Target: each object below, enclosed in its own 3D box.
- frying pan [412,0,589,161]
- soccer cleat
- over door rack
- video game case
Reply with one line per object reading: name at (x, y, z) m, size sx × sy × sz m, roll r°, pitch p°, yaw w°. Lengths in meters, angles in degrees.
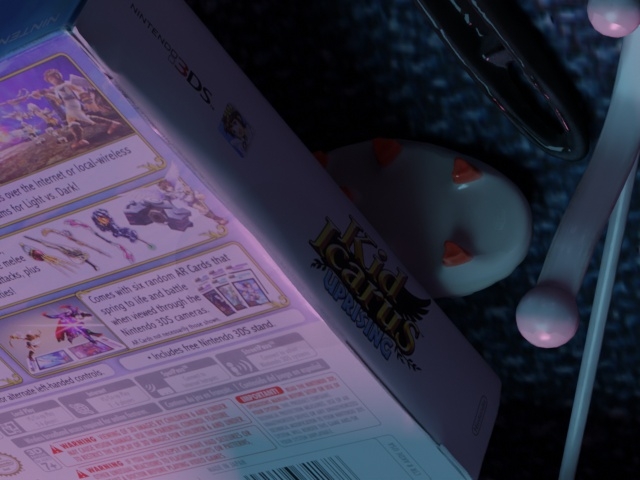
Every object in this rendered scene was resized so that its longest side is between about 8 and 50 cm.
frying pan at (-0.036, -0.153, 0.666) m, size 0.197 × 0.053 × 0.326 m, roll 2°, pitch 126°, yaw 32°
soccer cleat at (0.000, 0.000, 0.778) m, size 0.196 × 0.068 × 0.076 m, roll -3°, pitch 156°, yaw 26°
over door rack at (0.192, 0.068, 0.659) m, size 0.239 × 0.108 × 0.324 m, roll 17°, pitch 130°, yaw 19°
video game case at (-0.106, 0.024, 0.740) m, size 0.269 × 0.061 × 0.244 m, roll -17°, pitch 129°, yaw 35°
